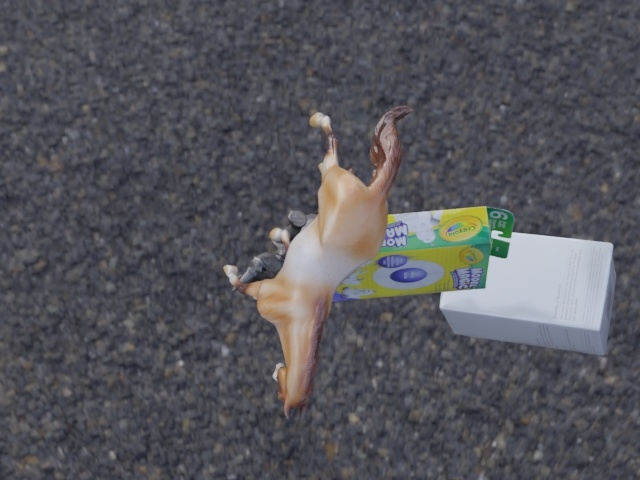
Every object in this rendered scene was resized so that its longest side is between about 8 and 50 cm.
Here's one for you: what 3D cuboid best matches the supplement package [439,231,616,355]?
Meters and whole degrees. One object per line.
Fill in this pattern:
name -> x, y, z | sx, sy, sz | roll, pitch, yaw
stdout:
supplement package -> 0.238, 0.057, 1.298 | 0.179, 0.105, 0.105 | 7, 72, 19

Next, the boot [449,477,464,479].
boot -> 0.123, 0.374, 1.334 | 0.106, 0.082, 0.219 | 22, 58, -23

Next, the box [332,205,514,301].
box -> 0.089, 0.014, 1.055 | 0.179, 0.105, 0.043 | -7, 64, 2

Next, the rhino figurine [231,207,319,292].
rhino figurine -> -0.027, 0.011, 1.437 | 0.073, 0.106, 0.243 | 44, 48, 13

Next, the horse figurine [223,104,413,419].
horse figurine -> 0.000, 0.000, 0.990 | 0.066, 0.263, 0.174 | 22, 21, -32
